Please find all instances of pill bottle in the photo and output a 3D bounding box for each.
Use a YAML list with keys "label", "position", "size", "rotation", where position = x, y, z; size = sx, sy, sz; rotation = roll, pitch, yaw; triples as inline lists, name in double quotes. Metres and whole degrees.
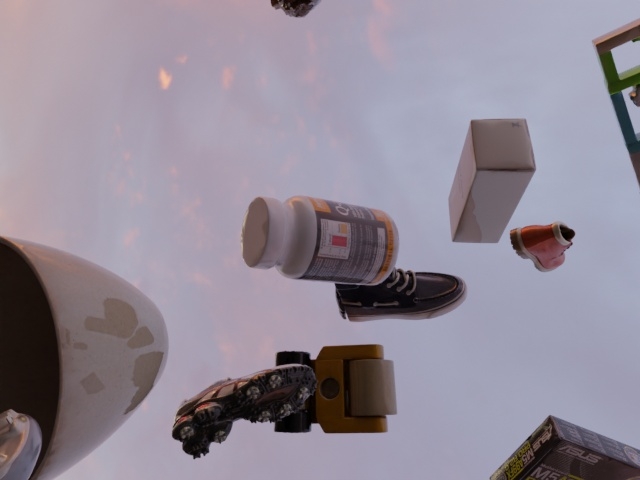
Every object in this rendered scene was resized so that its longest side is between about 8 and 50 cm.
- label: "pill bottle"
  position: [0.000, 0.000, 0.946]
  size: [0.162, 0.279, 0.162]
  rotation: [-21, -115, 56]

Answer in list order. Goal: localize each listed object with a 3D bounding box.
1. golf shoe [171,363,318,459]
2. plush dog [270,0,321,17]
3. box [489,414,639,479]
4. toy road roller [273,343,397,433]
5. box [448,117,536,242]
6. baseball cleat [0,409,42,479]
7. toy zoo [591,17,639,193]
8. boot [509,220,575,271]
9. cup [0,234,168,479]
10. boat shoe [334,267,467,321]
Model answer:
- label: "golf shoe"
  position: [-0.143, 0.283, 0.907]
  size: [0.120, 0.273, 0.105]
  rotation: [-138, -150, -65]
- label: "plush dog"
  position: [-0.033, -0.294, 0.315]
  size: [0.225, 0.262, 0.211]
  rotation: [62, -18, -7]
- label: "box"
  position: [0.515, 0.480, 0.979]
  size: [0.060, 0.270, 0.216]
  rotation: [-82, -162, -61]
- label: "toy road roller"
  position: [0.038, 0.388, 1.275]
  size: [0.330, 0.240, 0.202]
  rotation: [-6, -109, 14]
- label: "box"
  position: [0.386, -0.127, 1.143]
  size: [0.121, 0.311, 0.148]
  rotation: [1, -120, 5]
- label: "baseball cleat"
  position: [-0.246, 0.185, 0.379]
  size: [0.206, 0.072, 0.109]
  rotation: [-10, -69, 49]
- label: "toy zoo"
  position: [0.486, -0.159, 0.613]
  size: [0.192, 0.030, 0.293]
  rotation: [-21, -65, 28]
- label: "boot"
  position: [0.392, 0.010, 0.823]
  size: [0.085, 0.158, 0.059]
  rotation: [-23, -119, 38]
- label: "cup"
  position: [-0.365, 0.164, 0.704]
  size: [0.331, 0.237, 0.331]
  rotation: [-2, -94, 29]
- label: "boat shoe"
  position: [0.194, 0.115, 1.244]
  size: [0.341, 0.158, 0.127]
  rotation: [-12, -137, 12]
